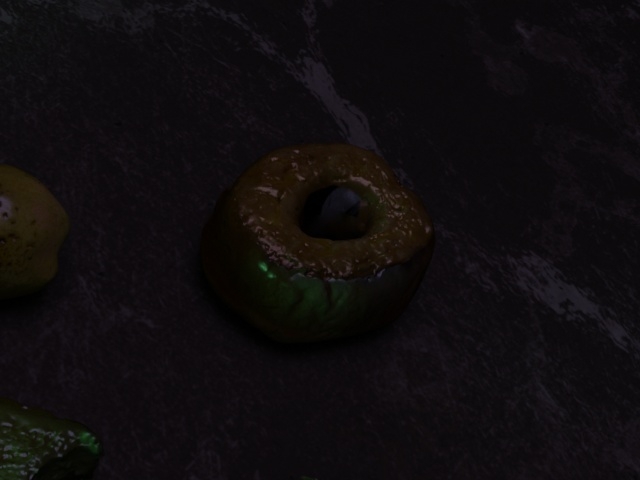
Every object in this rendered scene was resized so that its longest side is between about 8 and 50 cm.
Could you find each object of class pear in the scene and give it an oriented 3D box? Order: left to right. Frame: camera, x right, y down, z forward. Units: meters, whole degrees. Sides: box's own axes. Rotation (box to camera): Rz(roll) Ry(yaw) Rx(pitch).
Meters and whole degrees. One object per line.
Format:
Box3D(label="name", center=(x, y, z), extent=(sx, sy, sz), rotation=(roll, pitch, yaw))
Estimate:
Box3D(label="pear", center=(-0.388, -0.009, 1.452), extent=(0.178, 0.178, 0.178), rotation=(13, 46, -14))

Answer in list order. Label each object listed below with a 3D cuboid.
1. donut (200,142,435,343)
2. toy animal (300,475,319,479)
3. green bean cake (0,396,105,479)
Box3D(label="donut", center=(0.000, 0.000, 1.616), extent=(0.299, 0.150, 0.317), rotation=(29, 45, -2))
Box3D(label="toy animal", center=(-0.037, 0.357, 1.328), extent=(0.188, 0.089, 0.179), rotation=(37, 63, 10))
Box3D(label="green bean cake", center=(-0.357, 0.278, 1.218), extent=(0.233, 0.124, 0.236), rotation=(20, 45, -5))
